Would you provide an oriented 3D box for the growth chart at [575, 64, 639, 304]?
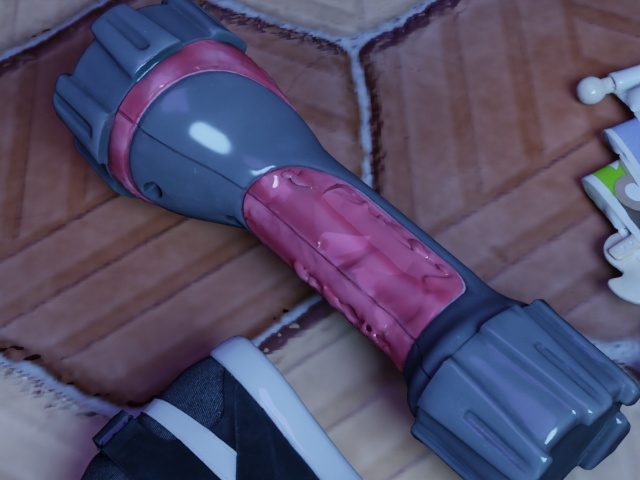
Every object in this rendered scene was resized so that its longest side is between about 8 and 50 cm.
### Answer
[{"bbox_3d":[0.217,-0.013,0.544,0.172,0.021,0.237,-12,57,0],"label":"growth chart"}]

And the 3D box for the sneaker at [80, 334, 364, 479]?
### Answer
[{"bbox_3d":[-0.020,0.147,0.444,0.121,0.079,0.217,-36,53,-12],"label":"sneaker"}]

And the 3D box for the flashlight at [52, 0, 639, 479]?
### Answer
[{"bbox_3d":[0.000,0.000,0.513,0.103,0.103,0.304,-38,61,-18],"label":"flashlight"}]
